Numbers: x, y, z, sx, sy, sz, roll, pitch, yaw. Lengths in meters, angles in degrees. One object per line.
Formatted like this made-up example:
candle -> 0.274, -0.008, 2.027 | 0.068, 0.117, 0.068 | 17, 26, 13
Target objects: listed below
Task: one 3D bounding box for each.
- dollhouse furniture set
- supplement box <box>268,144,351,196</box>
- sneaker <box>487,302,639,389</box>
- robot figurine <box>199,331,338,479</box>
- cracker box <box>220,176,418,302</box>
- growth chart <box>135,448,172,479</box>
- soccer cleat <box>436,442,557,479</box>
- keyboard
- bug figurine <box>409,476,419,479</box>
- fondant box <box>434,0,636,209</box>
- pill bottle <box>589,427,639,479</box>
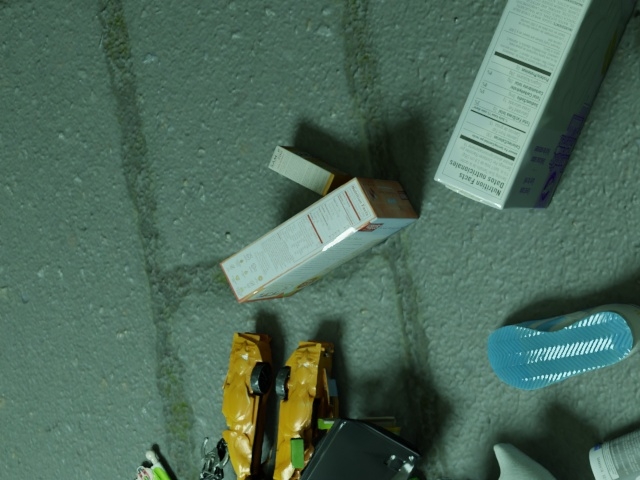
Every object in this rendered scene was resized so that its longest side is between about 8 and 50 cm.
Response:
dollhouse furniture set -> 0.036, 0.274, 1.534 | 0.151, 0.058, 0.076 | 0, 86, -4
supplement box -> -0.015, -0.097, 1.616 | 0.098, 0.062, 0.036 | 28, 103, 21
sneaker -> 0.313, 0.133, 1.462 | 0.228, 0.092, 0.087 | -15, 87, 44
robot figurine -> -0.063, 0.281, 1.625 | 0.211, 0.085, 0.291 | 6, 89, 25
cracker box -> 0.000, 0.000, 1.560 | 0.232, 0.155, 0.067 | -31, 78, 21
growth chart -> -0.281, 0.457, 1.772 | 0.237, 0.021, 0.172 | -45, 75, 19
soccer cleat -> 0.157, 0.389, 1.449 | 0.331, 0.116, 0.143 | -42, 71, 6
keyboard -> 0.037, 0.398, 1.514 | 0.201, 0.033, 0.317 | 30, 99, -1
bug figurine -> 0.129, 0.447, 1.556 | 0.279, 0.072, 0.216 | 31, 97, 26
fondant box -> 0.271, -0.203, 1.387 | 0.096, 0.238, 0.330 | 27, 102, 21
pill bottle -> 0.409, 0.267, 1.420 | 0.137, 0.078, 0.078 | -28, 79, 23
